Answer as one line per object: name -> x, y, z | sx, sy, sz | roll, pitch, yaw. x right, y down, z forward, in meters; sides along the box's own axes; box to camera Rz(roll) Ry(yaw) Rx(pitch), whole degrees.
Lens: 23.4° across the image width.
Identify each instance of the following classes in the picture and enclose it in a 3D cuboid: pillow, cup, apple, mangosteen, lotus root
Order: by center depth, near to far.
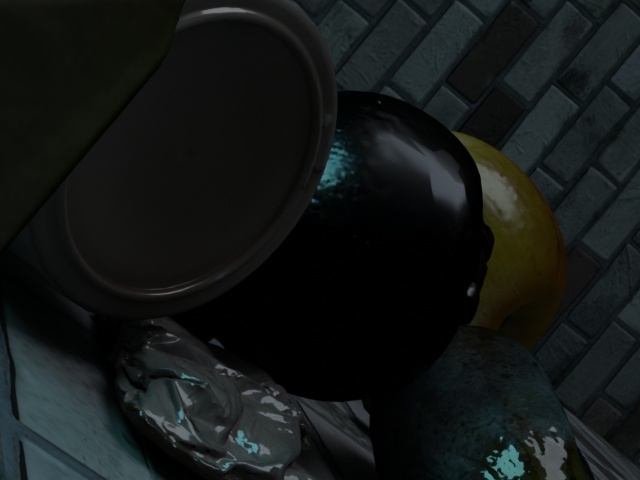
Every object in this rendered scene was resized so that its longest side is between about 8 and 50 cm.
cup -> -0.163, -0.114, 0.870 | 0.273, 0.208, 0.288 | 37, -2, 39
pillow -> -0.060, 0.089, 0.877 | 0.135, 0.049, 0.248 | 34, 2, -16
mangosteen -> 0.000, 0.000, 1.051 | 0.243, 0.243, 0.243 | 39, 4, -3
lotus root -> 0.116, 0.164, 1.055 | 0.158, 0.140, 0.322 | 64, 0, -20
apple -> 0.119, 0.028, 1.569 | 0.233, 0.286, 0.286 | 41, 4, 22

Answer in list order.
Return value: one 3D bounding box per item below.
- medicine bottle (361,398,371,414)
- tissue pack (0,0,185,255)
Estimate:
medicine bottle -> 0.155, 0.213, 1.262 | 0.309, 0.076, 0.111 | 40, 3, 22
tissue pack -> -0.194, -0.077, 0.397 | 0.167, 0.200, 0.275 | 38, 3, -39
